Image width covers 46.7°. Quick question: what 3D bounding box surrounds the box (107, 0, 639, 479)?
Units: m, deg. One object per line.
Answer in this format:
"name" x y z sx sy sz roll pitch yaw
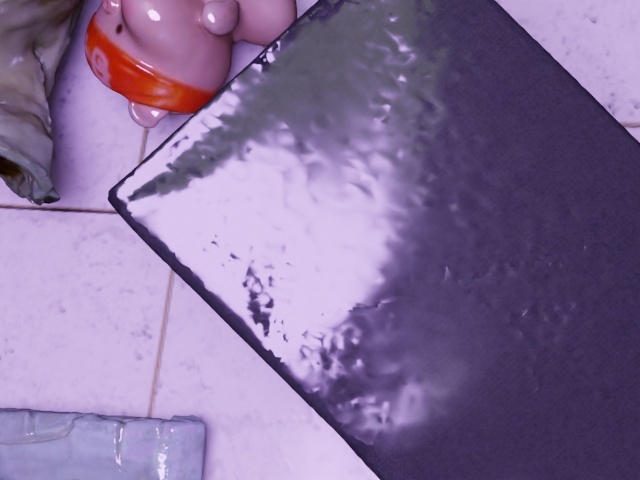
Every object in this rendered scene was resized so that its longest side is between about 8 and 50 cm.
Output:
"box" 0.082 0.018 0.515 0.251 0.204 0.345 -43 87 -3

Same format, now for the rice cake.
"rice cake" -0.261 0.180 0.649 0.336 0.063 0.066 -1 82 9

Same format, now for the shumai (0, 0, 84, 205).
"shumai" -0.310 -0.185 0.696 0.291 0.330 0.289 -25 111 -2

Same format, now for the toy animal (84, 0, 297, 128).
"toy animal" -0.125 -0.206 0.686 0.197 0.171 0.171 -36 71 -5
